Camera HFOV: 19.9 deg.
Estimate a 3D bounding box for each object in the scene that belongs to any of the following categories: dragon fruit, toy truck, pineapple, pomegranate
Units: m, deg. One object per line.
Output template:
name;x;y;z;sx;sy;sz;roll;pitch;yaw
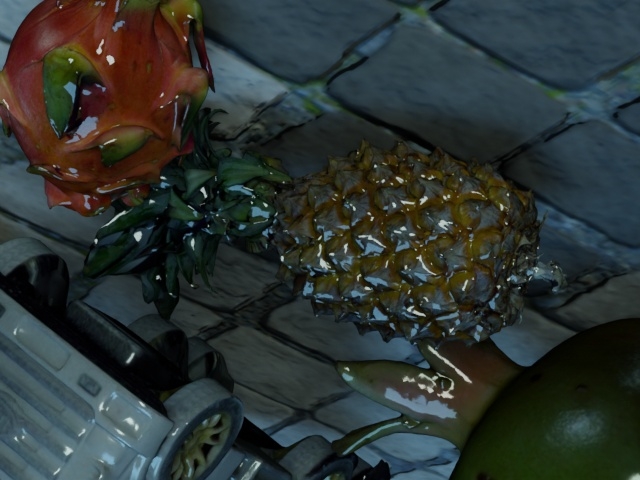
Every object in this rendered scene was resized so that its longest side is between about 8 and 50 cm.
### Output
dragon fruit;-0.085;-0.065;0.717;0.081;0.086;0.116;50;152;28
toy truck;-0.088;0.133;0.922;0.146;0.175;0.367;34;176;25
pineapple;0.000;-0.001;0.785;0.221;0.083;0.103;10;153;20
pomegranate;0.114;0.106;0.851;0.224;0.181;0.181;36;158;14
